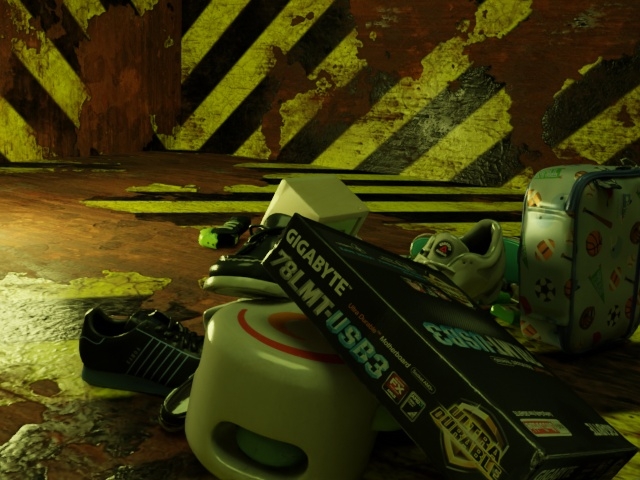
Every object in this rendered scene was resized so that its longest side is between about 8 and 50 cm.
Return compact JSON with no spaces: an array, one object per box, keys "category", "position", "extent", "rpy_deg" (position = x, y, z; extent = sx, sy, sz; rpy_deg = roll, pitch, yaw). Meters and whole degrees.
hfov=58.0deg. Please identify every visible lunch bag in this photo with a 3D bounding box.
[{"category":"lunch bag","position":[0.434,0.019,0.923],"extent":[0.243,0.303,0.115],"rpy_deg":[-4,13,-31]}]

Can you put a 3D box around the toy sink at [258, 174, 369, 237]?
[{"category":"toy sink","position":[-0.031,0.000,1.171],"extent":[0.153,0.234,0.131],"rpy_deg":[-10,49,-47]}]

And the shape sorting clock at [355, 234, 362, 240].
[{"category":"shape sorting clock","position":[0.000,0.000,1.415],"extent":[0.206,0.040,0.206],"rpy_deg":[4,14,-1]}]

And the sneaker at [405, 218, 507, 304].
[{"category":"sneaker","position":[0.164,0.064,0.887],"extent":[0.331,0.146,0.122],"rpy_deg":[-29,40,-31]}]

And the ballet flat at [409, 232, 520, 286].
[{"category":"ballet flat","position":[0.355,0.034,1.262],"extent":[0.316,0.107,0.106],"rpy_deg":[13,3,31]}]

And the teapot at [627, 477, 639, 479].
[{"category":"teapot","position":[0.181,0.237,0.265],"extent":[0.256,0.187,0.252],"rpy_deg":[-19,-12,15]}]

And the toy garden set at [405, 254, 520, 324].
[{"category":"toy garden set","position":[0.312,0.076,1.078],"extent":[0.204,0.049,0.244],"rpy_deg":[7,18,-44]}]

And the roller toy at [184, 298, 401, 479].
[{"category":"roller toy","position":[-0.033,0.154,0.577],"extent":[0.191,0.146,0.209],"rpy_deg":[7,13,-34]}]

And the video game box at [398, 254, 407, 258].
[{"category":"video game box","position":[0.147,0.074,1.150],"extent":[0.187,0.048,0.205],"rpy_deg":[1,15,-4]}]

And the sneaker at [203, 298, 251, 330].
[{"category":"sneaker","position":[-0.071,0.131,0.770],"extent":[0.232,0.090,0.115],"rpy_deg":[4,3,42]}]

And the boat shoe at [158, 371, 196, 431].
[{"category":"boat shoe","position":[-0.127,0.165,0.653],"extent":[0.125,0.038,0.046],"rpy_deg":[-28,65,-37]}]

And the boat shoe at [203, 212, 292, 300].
[{"category":"boat shoe","position":[-0.052,0.022,0.757],"extent":[0.127,0.113,0.340],"rpy_deg":[5,-5,18]}]

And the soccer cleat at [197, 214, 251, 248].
[{"category":"soccer cleat","position":[-0.218,-0.015,1.401],"extent":[0.072,0.060,0.179],"rpy_deg":[22,27,26]}]

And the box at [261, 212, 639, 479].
[{"category":"box","position":[0.128,0.111,0.551],"extent":[0.296,0.073,0.293],"rpy_deg":[22,17,-48]}]

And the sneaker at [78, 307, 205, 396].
[{"category":"sneaker","position":[-0.188,0.137,0.718],"extent":[0.232,0.090,0.081],"rpy_deg":[4,14,2]}]
